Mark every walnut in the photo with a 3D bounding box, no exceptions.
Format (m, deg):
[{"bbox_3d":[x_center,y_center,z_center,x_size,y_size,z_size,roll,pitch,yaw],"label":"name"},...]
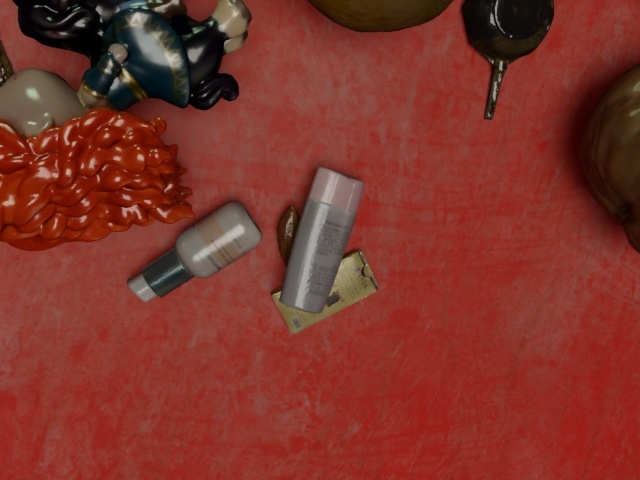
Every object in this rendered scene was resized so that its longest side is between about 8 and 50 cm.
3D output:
[{"bbox_3d":[0.509,-0.117,0.921,0.285,0.285,0.296,-43,86,3],"label":"walnut"}]

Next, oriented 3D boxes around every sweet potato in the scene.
[{"bbox_3d":[-0.046,-0.007,0.964,0.034,0.034,0.095,3,111,-11],"label":"sweet potato"}]

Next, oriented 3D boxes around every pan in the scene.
[{"bbox_3d":[0.275,-0.280,0.943,0.128,0.048,0.201,-20,108,-6],"label":"pan"}]

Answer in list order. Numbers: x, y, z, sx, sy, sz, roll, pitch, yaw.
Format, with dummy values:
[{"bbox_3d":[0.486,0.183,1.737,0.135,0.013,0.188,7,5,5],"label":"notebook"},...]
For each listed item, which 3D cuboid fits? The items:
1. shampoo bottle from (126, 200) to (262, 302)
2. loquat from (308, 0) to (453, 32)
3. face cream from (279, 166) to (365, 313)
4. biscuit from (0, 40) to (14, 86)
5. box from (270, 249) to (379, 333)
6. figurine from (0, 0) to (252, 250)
[{"bbox_3d":[-0.174,0.022,0.926,0.192,0.074,0.074,-33,108,-1],"label":"shampoo bottle"},{"bbox_3d":[0.058,-0.391,0.773,0.276,0.276,0.283,-27,133,-3],"label":"loquat"},{"bbox_3d":[0.000,0.000,0.949,0.084,0.057,0.198,17,92,-38],"label":"face cream"},{"bbox_3d":[-0.453,-0.212,0.837,0.131,0.026,0.236,-17,106,-4],"label":"biscuit"},{"bbox_3d":[0.008,0.075,1.004,0.149,0.020,0.073,-26,107,-3],"label":"box"},{"bbox_3d":[-0.263,-0.177,0.794,0.306,0.241,0.411,20,90,-24],"label":"figurine"}]
